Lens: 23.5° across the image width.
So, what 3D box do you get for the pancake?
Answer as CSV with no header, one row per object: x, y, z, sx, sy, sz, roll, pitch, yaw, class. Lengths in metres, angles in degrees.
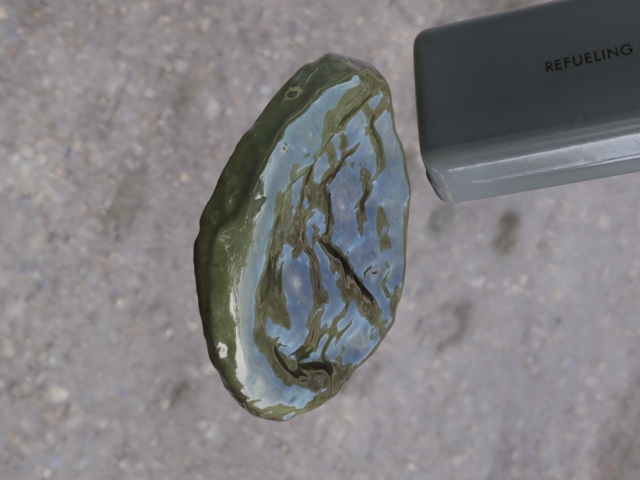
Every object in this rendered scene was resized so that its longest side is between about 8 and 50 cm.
0.000,0.000,1.175,0.294,0.050,0.294,-29,125,-55,pancake

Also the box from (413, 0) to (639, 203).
0.173,-0.090,0.840,0.055,0.244,0.103,59,25,-55,box
